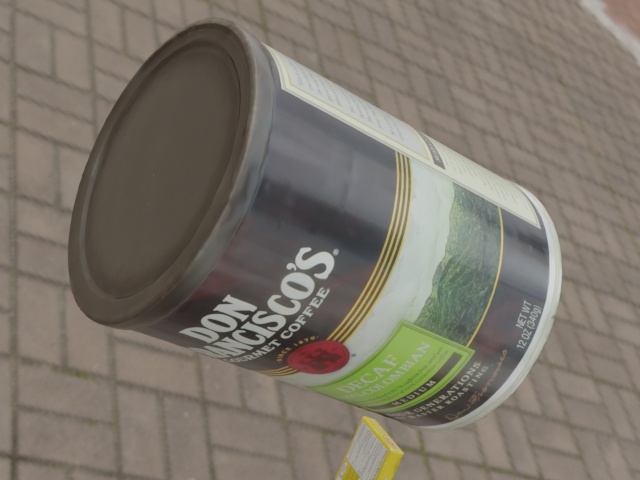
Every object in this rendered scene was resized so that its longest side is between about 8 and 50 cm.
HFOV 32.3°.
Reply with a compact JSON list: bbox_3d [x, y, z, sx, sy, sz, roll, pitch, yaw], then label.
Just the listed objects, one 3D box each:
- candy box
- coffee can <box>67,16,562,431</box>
[{"bbox_3d":[0.045,0.354,1.505,0.027,0.206,0.105,19,10,-26],"label":"candy box"},{"bbox_3d":[0.000,0.000,0.751,0.275,0.201,0.202,24,39,-35],"label":"coffee can"}]
